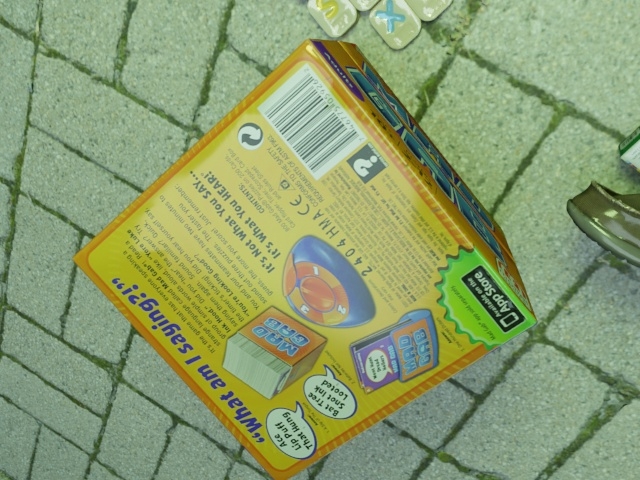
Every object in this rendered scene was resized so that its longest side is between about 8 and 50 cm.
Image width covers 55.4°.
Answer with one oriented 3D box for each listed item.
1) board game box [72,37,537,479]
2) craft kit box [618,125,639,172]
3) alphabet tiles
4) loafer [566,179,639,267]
[{"bbox_3d":[0.000,0.000,0.793,0.356,0.356,0.356,-38,97,18],"label":"board game box"},{"bbox_3d":[0.546,-0.120,0.723,0.247,0.061,0.250,36,124,-1],"label":"craft kit box"},{"bbox_3d":[0.073,-0.408,0.799,0.284,0.021,0.278,-36,97,33],"label":"alphabet tiles"},{"bbox_3d":[0.481,-0.016,0.711,0.366,0.134,0.130,16,110,10],"label":"loafer"}]
